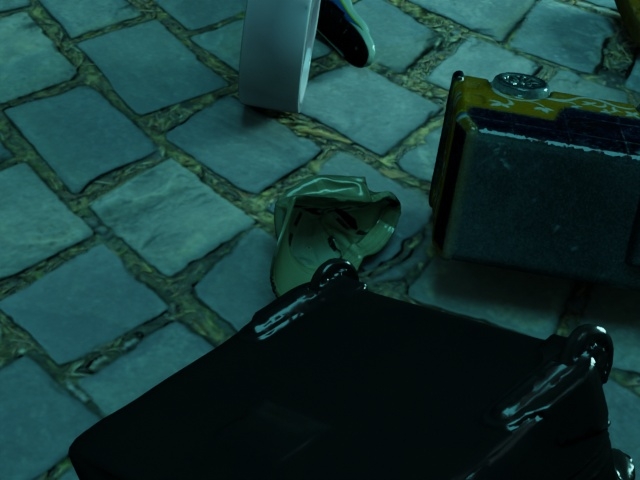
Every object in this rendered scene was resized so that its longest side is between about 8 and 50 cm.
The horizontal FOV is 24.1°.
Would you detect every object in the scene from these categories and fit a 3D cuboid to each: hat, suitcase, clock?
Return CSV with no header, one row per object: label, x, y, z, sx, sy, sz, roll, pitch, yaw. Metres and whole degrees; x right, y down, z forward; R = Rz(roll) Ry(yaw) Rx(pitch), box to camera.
hat,0.001,0.003,1.473,0.122,0.081,0.166,39,53,-24
suitcase,0.015,0.177,1.109,0.339,0.188,0.345,-30,28,-32
clock,-0.041,-0.240,1.632,0.068,0.197,0.197,9,41,1

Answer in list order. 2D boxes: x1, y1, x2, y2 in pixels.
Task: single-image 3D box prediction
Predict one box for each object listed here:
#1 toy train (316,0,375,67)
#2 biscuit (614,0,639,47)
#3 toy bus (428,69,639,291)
toy train,0.008,-0.281,1.798,0.051,0.052,0.234,-16,46,-32
biscuit,0.497,-0.249,1.852,0.301,0.043,0.278,33,49,21
toy bus,0.276,-0.051,1.472,0.324,0.161,0.194,10,23,1
